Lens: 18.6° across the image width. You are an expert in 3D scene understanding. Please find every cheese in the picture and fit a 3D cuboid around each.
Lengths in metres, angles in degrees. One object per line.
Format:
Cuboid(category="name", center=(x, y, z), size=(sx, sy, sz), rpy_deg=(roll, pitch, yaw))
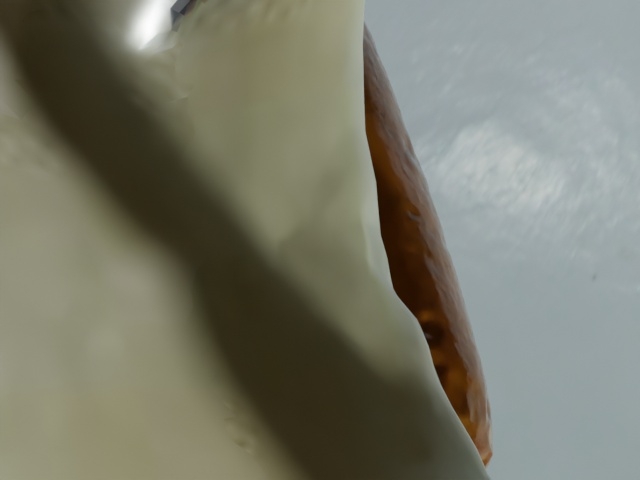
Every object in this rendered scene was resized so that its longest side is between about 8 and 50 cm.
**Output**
Cuboid(category="cheese", center=(0.031, -0.023, 0.339), size=(0.332, 0.153, 0.292), rpy_deg=(-22, 78, 49))

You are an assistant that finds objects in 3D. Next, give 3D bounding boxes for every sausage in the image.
Cuboid(category="sausage", center=(0.000, 0.000, 0.605), size=(0.076, 0.076, 0.197), rpy_deg=(-30, 63, 25))
